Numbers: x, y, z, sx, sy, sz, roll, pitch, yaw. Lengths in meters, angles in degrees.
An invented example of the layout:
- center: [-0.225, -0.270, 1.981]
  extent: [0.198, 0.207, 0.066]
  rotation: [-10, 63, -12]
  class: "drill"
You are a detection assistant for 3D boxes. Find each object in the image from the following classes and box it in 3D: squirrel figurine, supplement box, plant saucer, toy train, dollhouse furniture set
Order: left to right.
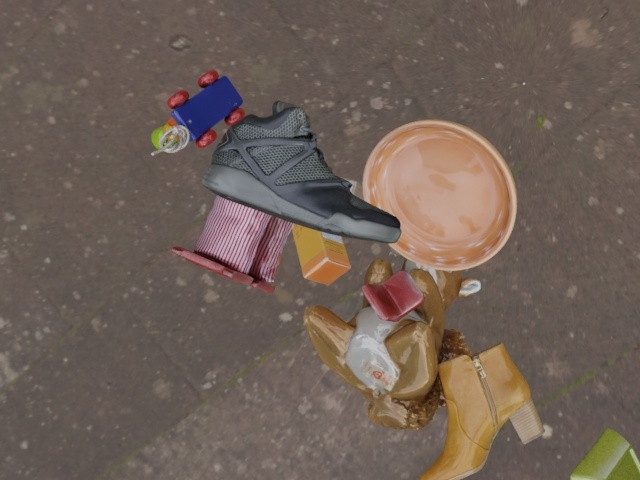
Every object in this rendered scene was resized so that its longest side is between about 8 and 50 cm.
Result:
- center: [-0.261, -0.200, 1.304]
  extent: [0.143, 0.248, 0.105]
  rotation: [-19, 112, 46]
  class: "toy train"
- center: [-0.010, -0.026, 1.519]
  extent: [0.078, 0.080, 0.233]
  rotation: [-40, 51, 32]
  class: "supplement box"
- center: [0.000, 0.000, 1.058]
  extent: [0.374, 0.152, 0.201]
  rotation: [19, 84, 24]
  class: "dollhouse furniture set"
- center: [0.211, 0.204, 1.608]
  extent: [0.281, 0.370, 0.397]
  rotation: [-3, 120, 34]
  class: "squirrel figurine"
- center: [0.149, -0.058, 0.901]
  extent: [0.200, 0.037, 0.200]
  rotation: [15, 123, 25]
  class: "plant saucer"
- center: [0.535, 0.453, 1.273]
  extent: [0.045, 0.188, 0.188]
  rotation: [-27, 87, 44]
  class: "plant saucer"

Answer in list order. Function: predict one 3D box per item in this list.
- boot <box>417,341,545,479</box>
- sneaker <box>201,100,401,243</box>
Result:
- center: [0.278, 0.347, 1.440]
  extent: [0.295, 0.104, 0.211]
  rotation: [-28, 79, -2]
  class: "boot"
- center: [-0.005, -0.078, 0.801]
  extent: [0.228, 0.087, 0.130]
  rotation: [21, 87, 3]
  class: "sneaker"
